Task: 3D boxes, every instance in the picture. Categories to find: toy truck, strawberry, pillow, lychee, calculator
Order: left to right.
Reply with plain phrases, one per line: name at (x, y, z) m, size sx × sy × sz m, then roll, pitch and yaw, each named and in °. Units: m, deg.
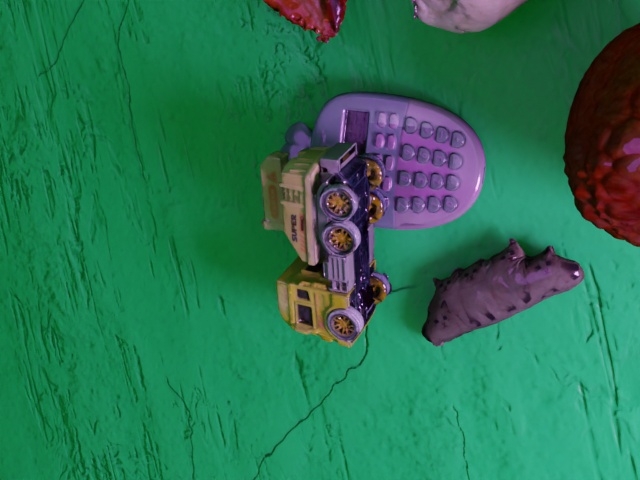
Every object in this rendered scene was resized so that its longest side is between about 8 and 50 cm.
strawberry at (-0.016, -0.390, 1.233) m, size 0.228 × 0.098 × 0.174 m, roll 48°, pitch 116°, yaw 9°
toy truck at (0.000, 0.000, 1.227) m, size 0.157 × 0.124 × 0.272 m, roll 10°, pitch 121°, yaw 23°
calculator at (0.081, -0.111, 1.257) m, size 0.299 × 0.041 × 0.185 m, roll 9°, pitch 101°, yaw 23°
pillow at (0.225, 0.062, 1.204) m, size 0.241 × 0.051 × 0.093 m, roll -29°, pitch 84°, yaw 30°
lychee at (0.397, -0.124, 0.999) m, size 0.255 × 0.300 × 0.255 m, roll 34°, pitch 140°, yaw 35°

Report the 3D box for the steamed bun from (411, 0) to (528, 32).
steamed bun at (0.205, -0.411, 1.037) m, size 0.206 × 0.275 × 0.320 m, roll 5°, pitch 136°, yaw 15°
